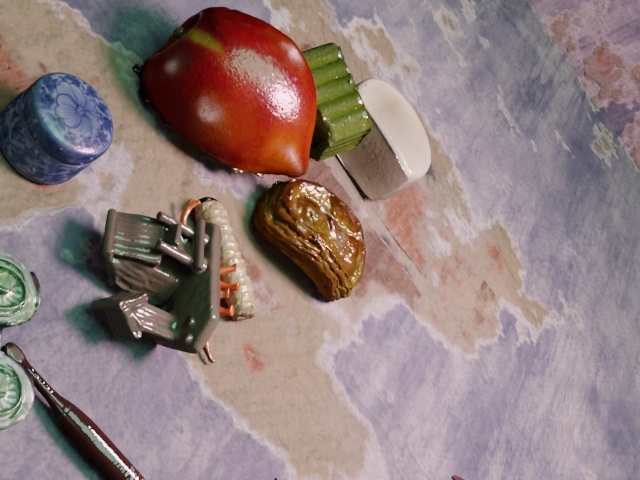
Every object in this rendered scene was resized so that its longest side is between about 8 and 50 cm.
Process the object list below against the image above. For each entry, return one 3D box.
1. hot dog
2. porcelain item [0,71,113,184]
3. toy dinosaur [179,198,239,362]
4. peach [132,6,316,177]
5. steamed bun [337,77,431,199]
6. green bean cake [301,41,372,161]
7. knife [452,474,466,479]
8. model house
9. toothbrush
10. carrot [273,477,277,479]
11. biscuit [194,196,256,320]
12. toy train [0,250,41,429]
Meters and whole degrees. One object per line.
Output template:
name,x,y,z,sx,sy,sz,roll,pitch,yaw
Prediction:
hot dog,0.001,-0.002,1.950,0.259,0.114,0.175,43,39,-24
porcelain item,-0.395,-0.169,1.571,0.147,0.114,0.147,31,45,-37
toy dinosaur,-0.185,0.061,1.719,0.055,0.101,0.279,89,0,-65
peach,-0.127,-0.270,1.859,0.362,0.201,0.257,40,38,-10
steamed bun,0.127,-0.219,2.218,0.241,0.146,0.164,56,39,-5
green bean cake,0.003,-0.269,2.047,0.113,0.214,0.200,-24,85,-14
knife,0.345,0.543,2.103,0.247,0.018,0.035,46,41,-19
model house,-0.256,0.052,1.592,0.188,0.122,0.229,27,51,-36
toothbrush,-0.314,0.279,1.441,0.364,0.041,0.041,51,37,-14
carrot,-0.068,0.499,1.573,0.102,0.102,0.263,-12,83,-53
biscuit,-0.160,0.029,1.782,0.061,0.055,0.219,4,64,-61
toy train,-0.477,0.127,1.234,0.249,0.173,0.307,17,55,-37
